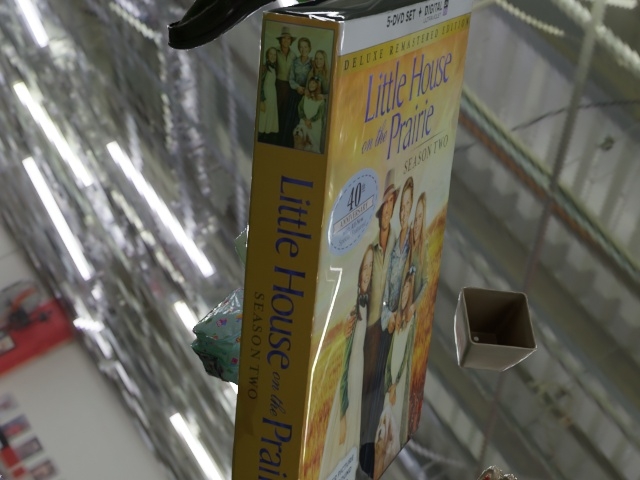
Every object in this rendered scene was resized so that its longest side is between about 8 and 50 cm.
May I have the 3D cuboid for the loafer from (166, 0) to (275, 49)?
[{"bbox_3d":[-0.113,-0.321,1.504,0.078,0.220,0.080,56,19,-15],"label":"loafer"}]

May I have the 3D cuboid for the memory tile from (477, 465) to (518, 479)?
[{"bbox_3d":[0.163,0.311,1.262,0.012,0.148,0.113,40,-7,-15],"label":"memory tile"}]

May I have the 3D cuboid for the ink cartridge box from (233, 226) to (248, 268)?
[{"bbox_3d":[0.000,0.000,1.817,0.100,0.237,0.172,16,37,-50],"label":"ink cartridge box"}]

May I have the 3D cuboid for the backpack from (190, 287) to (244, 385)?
[{"bbox_3d":[-0.135,0.188,2.197,0.188,0.166,0.144,25,-33,43],"label":"backpack"}]

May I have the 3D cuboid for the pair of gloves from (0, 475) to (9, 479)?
[{"bbox_3d":[-0.496,0.416,1.708,0.159,0.023,0.198,6,-88,33],"label":"pair of gloves"}]

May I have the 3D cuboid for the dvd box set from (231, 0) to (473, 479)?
[{"bbox_3d":[0.030,0.015,0.930,0.062,0.307,0.420,12,-71,20],"label":"dvd box set"}]

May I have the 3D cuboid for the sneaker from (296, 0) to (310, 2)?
[{"bbox_3d":[0.047,-0.447,1.930,0.185,0.202,0.482,-36,-104,35],"label":"sneaker"}]

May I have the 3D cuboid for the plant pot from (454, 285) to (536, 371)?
[{"bbox_3d":[0.264,0.148,1.845,0.096,0.109,0.109,111,-19,-48],"label":"plant pot"}]
